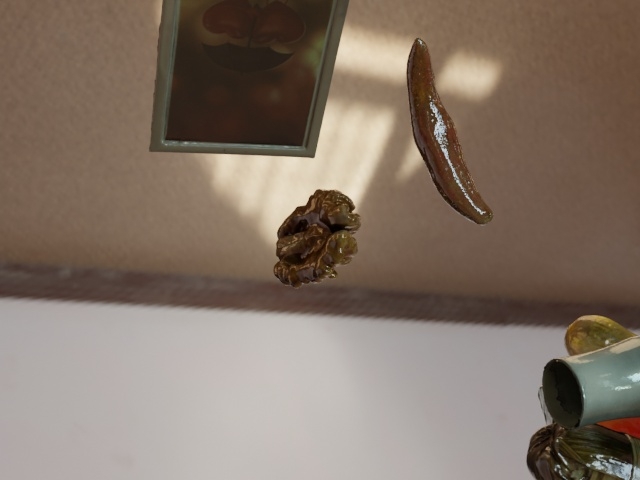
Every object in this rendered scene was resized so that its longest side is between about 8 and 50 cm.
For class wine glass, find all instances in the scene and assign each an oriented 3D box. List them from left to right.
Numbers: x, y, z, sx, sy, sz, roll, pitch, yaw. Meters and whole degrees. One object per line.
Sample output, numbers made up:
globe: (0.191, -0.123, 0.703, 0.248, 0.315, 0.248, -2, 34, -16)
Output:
wine glass: (0.390, 0.169, 1.556, 0.231, 0.103, 0.103, -10, 152, -23)

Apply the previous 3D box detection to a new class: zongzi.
zongzi: (0.369, 0.385, 1.627, 0.286, 0.134, 0.288, 20, 108, -8)

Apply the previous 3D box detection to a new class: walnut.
walnut: (0.000, 0.000, 1.852, 0.069, 0.143, 0.170, 22, 154, -34)

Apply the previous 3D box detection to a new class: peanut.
peanut: (0.449, 0.173, 1.818, 0.206, 0.087, 0.087, 23, 158, 17)

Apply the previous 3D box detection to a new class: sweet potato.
sweet potato: (0.152, -0.135, 1.631, 0.058, 0.255, 0.078, -22, -173, -19)

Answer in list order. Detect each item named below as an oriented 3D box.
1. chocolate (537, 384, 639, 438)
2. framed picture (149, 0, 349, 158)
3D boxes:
chocolate: (0.542, 0.327, 1.896, 0.360, 0.341, 0.161, -14, 160, 4)
framed picture: (-0.087, -0.211, 1.482, 0.211, 0.020, 0.289, 2, 136, -12)
